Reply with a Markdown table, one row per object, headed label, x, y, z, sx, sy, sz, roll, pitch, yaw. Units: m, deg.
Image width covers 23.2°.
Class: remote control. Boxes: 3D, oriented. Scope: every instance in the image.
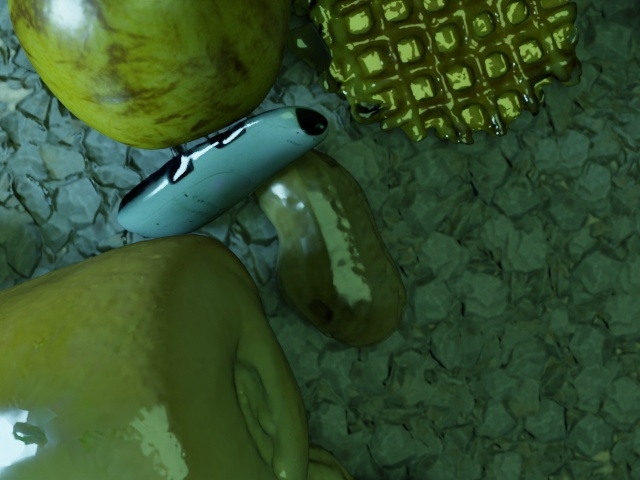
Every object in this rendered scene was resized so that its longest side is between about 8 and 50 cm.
| label | x | y | z | sx | sy | sz | roll | pitch | yaw |
| --- | --- | --- | --- | --- | --- | --- | --- | --- | --- |
| remote control | -0.097 | -0.060 | 1.487 | 0.097 | 0.256 | 0.045 | 16 | 52 | -44 |

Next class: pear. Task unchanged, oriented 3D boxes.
| label | x | y | z | sx | sy | sz | roll | pitch | yaw |
| --- | --- | --- | --- | --- | --- | --- | --- | --- | --- |
| pear | -0.151 | -0.221 | 1.436 | 0.281 | 0.281 | 0.280 | 0 | 92 | -10 |

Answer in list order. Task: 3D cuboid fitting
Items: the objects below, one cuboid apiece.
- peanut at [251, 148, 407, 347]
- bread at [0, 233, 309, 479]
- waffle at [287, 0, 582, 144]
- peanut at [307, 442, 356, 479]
| label | x | y | z | sx | sy | sz | roll | pitch | yaw |
| --- | --- | --- | --- | --- | --- | --- | --- | --- | --- |
| peanut | 0.000 | 0.000 | 1.551 | 0.110 | 0.120 | 0.236 | -31 | 92 | -43 |
| bread | -0.223 | 0.191 | 1.397 | 0.376 | 0.253 | 0.348 | -16 | 81 | 26 |
| waffle | 0.116 | -0.246 | 1.582 | 0.329 | 0.062 | 0.329 | 0 | 93 | -9 |
| peanut | 0.008 | 0.283 | 1.548 | 0.305 | 0.147 | 0.147 | 21 | 88 | -11 |
